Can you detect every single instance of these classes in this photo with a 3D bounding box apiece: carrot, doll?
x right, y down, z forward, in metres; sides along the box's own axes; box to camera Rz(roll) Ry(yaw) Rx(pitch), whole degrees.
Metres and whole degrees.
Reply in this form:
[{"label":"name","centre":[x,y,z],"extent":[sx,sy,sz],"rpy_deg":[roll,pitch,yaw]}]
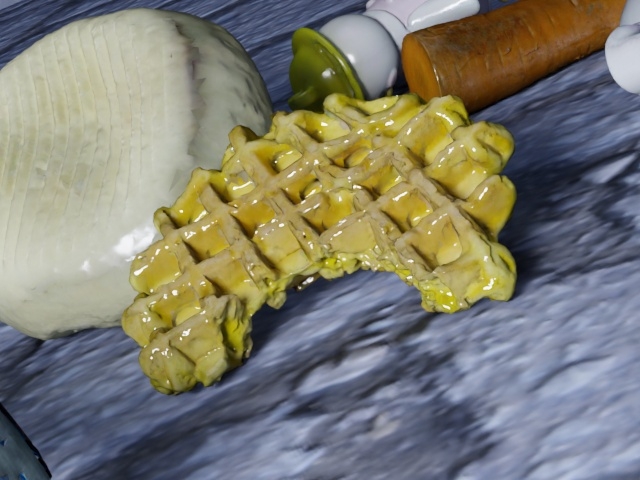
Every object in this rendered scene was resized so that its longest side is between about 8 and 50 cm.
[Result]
[{"label":"carrot","centre":[0.154,-0.132,1.141],"extent":[0.210,0.061,0.061],"rpy_deg":[-21,16,-14]},{"label":"doll","centre":[0.050,-0.138,1.233],"extent":[0.207,0.081,0.129],"rpy_deg":[-37,14,-35]}]

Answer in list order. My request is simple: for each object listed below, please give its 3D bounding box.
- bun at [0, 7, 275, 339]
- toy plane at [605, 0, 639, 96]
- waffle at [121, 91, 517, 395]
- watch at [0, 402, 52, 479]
[{"label":"bun","centre":[-0.109,-0.027,1.029],"extent":[0.222,0.127,0.222],"rpy_deg":[-19,52,26]},{"label":"toy plane","centre":[0.238,-0.105,0.807],"extent":[0.252,0.118,0.252],"rpy_deg":[-18,4,1]},{"label":"waffle","centre":[0.001,0.002,0.863],"extent":[0.194,0.051,0.149],"rpy_deg":[-8,55,23]},{"label":"watch","centre":[-0.204,0.117,0.704],"extent":[0.274,0.068,0.276],"rpy_deg":[-26,19,34]}]
